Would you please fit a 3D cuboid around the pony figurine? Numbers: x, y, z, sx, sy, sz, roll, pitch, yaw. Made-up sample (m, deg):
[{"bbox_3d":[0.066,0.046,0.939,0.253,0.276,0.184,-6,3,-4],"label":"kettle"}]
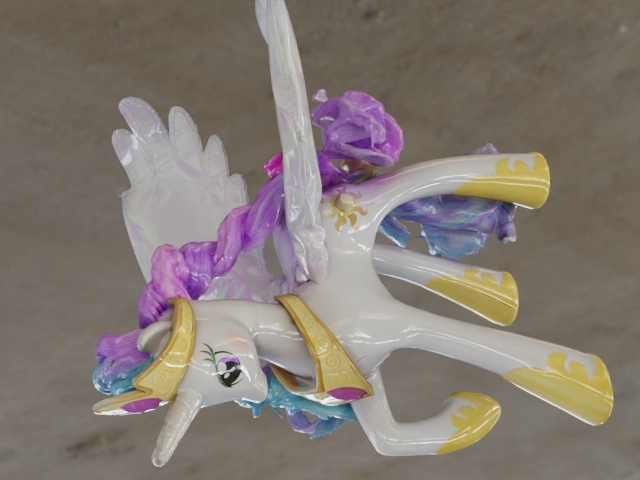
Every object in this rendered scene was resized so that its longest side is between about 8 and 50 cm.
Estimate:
[{"bbox_3d":[0.000,0.000,1.062,0.363,0.351,0.303,4,148,-25],"label":"pony figurine"}]
